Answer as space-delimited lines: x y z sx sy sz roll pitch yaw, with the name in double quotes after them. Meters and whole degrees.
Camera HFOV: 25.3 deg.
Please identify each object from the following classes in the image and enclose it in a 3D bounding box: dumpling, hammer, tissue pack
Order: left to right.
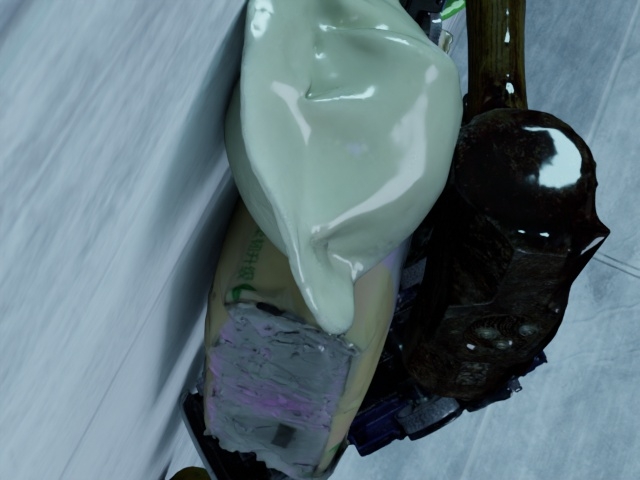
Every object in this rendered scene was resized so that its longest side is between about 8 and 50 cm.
0.000 0.000 0.949 0.215 0.123 0.257 105 1 -57 "tissue pack"
0.006 -0.076 0.739 0.216 0.126 0.166 -52 144 -21 "dumpling"
0.128 -0.110 0.993 0.242 0.095 0.409 98 -2 -58 "hammer"

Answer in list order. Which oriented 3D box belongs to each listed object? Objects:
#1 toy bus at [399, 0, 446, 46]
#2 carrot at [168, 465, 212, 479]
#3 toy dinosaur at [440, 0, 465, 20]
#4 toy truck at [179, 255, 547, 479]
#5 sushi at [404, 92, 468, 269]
0.050 -0.186 0.846 0.076 0.073 0.167 -96 -160 -46 "toy bus"
-0.125 0.299 1.106 0.302 0.114 0.114 -61 173 -61 "carrot"
0.203 -0.436 1.286 0.500 0.144 0.375 -29 113 -31 "toy dinosaur"
0.033 0.109 1.131 0.268 0.124 0.155 -28 176 2 "toy truck"
0.103 -0.001 1.323 0.238 0.218 0.225 -47 -145 16 "sushi"
